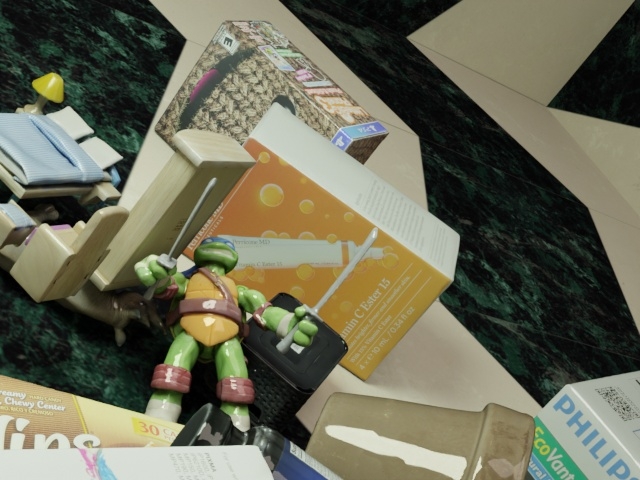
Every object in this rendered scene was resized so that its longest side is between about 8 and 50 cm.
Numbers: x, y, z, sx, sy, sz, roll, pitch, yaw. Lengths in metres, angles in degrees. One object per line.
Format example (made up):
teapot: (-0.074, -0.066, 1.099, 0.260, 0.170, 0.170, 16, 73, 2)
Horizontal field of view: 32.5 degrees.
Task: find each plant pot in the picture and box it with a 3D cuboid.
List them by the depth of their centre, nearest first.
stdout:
plant pot: (0.091, 0.280, 1.238, 0.229, 0.263, 0.263, 22, 24, 6)

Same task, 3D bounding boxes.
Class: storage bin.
storage bin: (-0.054, 0.155, 1.416, 0.122, 0.084, 0.180, 40, 24, 5)

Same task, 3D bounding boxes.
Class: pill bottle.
pill bottle: (-0.042, 0.251, 1.016, 0.219, 0.123, 0.123, 37, 24, -9)

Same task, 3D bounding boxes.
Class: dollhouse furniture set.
dollhouse furniture set: (-0.283, -0.116, 1.259, 0.303, 0.198, 0.286, 44, 17, 14)

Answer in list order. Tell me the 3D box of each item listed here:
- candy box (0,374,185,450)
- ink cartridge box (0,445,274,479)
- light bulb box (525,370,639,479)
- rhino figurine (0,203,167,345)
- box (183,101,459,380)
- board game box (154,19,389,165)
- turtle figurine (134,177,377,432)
candy box: (-0.237, 0.235, 1.019, 0.316, 0.087, 0.183, 22, 30, -32)
ink cartridge box: (-0.193, 0.270, 0.818, 0.306, 0.226, 0.131, 8, 37, -36)
light bulb box: (0.465, 0.387, 1.545, 0.361, 0.225, 0.358, 2, 43, -51)
rhino figurine: (-0.285, 0.046, 1.307, 0.243, 0.073, 0.106, 36, 20, -8)
box: (0.000, 0.000, 1.601, 0.345, 0.215, 0.168, 35, 25, -5)
board game box: (-0.082, -0.177, 1.781, 0.291, 0.232, 0.141, 44, 26, 14)
turtle figurine: (-0.109, 0.091, 1.213, 0.197, 0.274, 0.266, 31, 55, -43)
